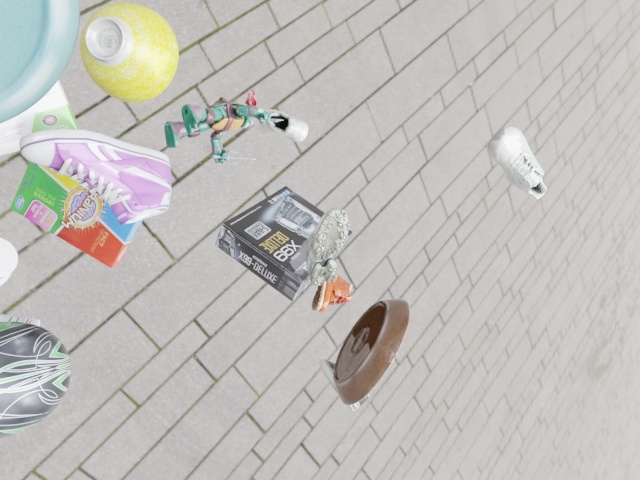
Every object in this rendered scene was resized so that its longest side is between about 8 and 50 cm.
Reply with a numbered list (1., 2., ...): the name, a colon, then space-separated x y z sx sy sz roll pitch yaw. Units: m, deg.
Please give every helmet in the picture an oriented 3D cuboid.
1. helmet: -0.434 0.188 0.650 0.169 0.162 0.169 20 62 -43

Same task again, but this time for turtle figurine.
1. turtle figurine: -0.203 -0.244 1.021 0.234 0.175 0.118 -14 66 -46

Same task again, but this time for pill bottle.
1. pill bottle: -0.937 0.075 1.285 0.152 0.272 0.152 32 49 -46

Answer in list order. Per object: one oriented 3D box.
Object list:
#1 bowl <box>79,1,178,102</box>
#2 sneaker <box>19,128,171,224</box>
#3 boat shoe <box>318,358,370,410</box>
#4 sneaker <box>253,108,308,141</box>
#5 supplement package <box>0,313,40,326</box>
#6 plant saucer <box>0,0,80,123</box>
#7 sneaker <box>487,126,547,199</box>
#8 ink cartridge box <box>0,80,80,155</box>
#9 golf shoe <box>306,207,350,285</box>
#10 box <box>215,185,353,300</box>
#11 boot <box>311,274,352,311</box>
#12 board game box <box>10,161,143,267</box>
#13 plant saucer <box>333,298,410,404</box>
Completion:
1. bowl: -0.576 -0.554 1.370 0.156 0.290 0.289 -34 131 -80
2. sneaker: -0.423 -0.115 0.930 0.282 0.102 0.160 7 69 -38
3. boat shoe: 0.067 0.397 1.356 0.070 0.219 0.077 -32 120 -13
4. sneaker: -0.156 -0.404 1.598 0.115 0.232 0.090 17 92 -61
5. supplement package: -0.776 0.281 1.088 0.203 0.149 0.194 12 121 -15
6. plant saucer: -0.394 -0.241 0.443 0.318 0.044 0.317 -21 132 -25
7. sneaker: 0.296 -0.113 0.700 0.054 0.061 0.152 -43 136 16
8. ink cartridge box: -0.644 -0.325 0.961 0.199 0.115 0.272 -24 119 -24
9. golf shoe: 0.000 0.000 0.885 0.069 0.086 0.176 -6 133 -26
10. box: -0.084 -0.005 1.252 0.307 0.243 0.076 -40 162 -54
11. boot: 0.031 0.124 1.094 0.059 0.085 0.158 -61 179 26
12. board game box: -0.649 -0.107 1.311 0.317 0.064 0.242 32 108 -6
13. plant saucer: 0.065 0.149 0.675 0.029 0.168 0.168 32 77 -7
